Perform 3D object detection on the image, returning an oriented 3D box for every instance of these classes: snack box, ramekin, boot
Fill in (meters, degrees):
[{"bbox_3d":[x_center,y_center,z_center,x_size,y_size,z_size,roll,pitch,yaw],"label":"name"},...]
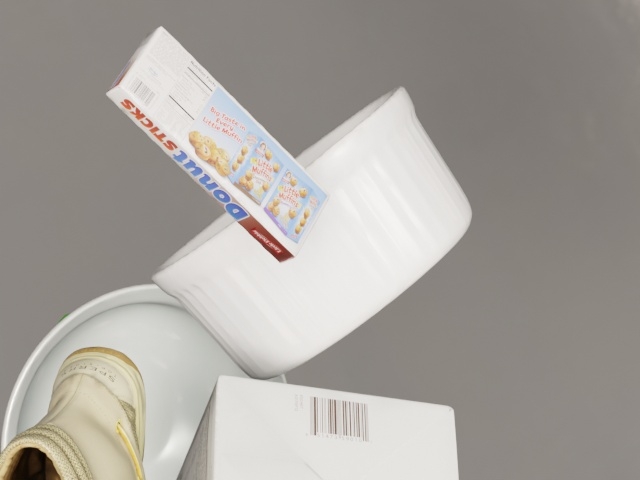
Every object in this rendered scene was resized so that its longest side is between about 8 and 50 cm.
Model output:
[{"bbox_3d":[-0.069,-0.066,1.355,0.178,0.064,0.022,45,142,-21],"label":"snack box"},{"bbox_3d":[0.000,0.000,1.696,0.135,0.277,0.277,53,155,-5],"label":"ramekin"},{"bbox_3d":[-0.179,0.232,1.423,0.203,0.095,0.261,-64,-25,-72],"label":"boot"}]

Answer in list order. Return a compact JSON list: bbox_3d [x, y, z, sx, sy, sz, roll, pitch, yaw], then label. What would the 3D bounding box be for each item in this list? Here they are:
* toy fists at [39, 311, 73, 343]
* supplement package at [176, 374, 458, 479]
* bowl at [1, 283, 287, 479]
[{"bbox_3d":[-0.326,0.232,2.469,0.142,0.096,0.279,116,154,-53],"label":"toy fists"},{"bbox_3d":[-0.020,0.270,1.568,0.262,0.199,0.198,114,161,-50],"label":"supplement package"},{"bbox_3d":[-0.187,0.183,1.906,0.134,0.298,0.297,13,125,65],"label":"bowl"}]
